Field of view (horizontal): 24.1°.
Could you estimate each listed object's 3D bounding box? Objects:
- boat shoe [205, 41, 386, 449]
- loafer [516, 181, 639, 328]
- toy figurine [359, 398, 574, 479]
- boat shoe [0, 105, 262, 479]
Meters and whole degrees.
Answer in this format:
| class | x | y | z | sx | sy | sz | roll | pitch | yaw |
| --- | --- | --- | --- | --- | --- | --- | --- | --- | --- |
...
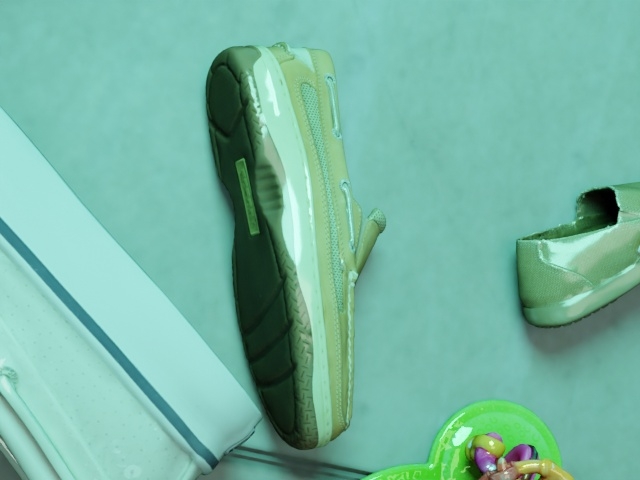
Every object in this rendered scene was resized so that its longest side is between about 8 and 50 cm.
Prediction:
| class | x | y | z | sx | sy | sz | roll | pitch | yaw |
| --- | --- | --- | --- | --- | --- | --- | --- | --- | --- |
| boat shoe | 0.000 | 0.000 | 0.701 | 0.072 | 0.068 | 0.190 | -8 | 91 | -29 |
| loafer | 0.160 | -0.009 | 0.753 | 0.148 | 0.056 | 0.050 | -31 | 104 | -16 |
| toy figurine | 0.080 | 0.148 | 0.665 | 0.130 | 0.159 | 0.173 | 37 | 76 | -8 |
| boat shoe | -0.195 | -0.003 | 0.612 | 0.156 | 0.136 | 0.367 | -44 | 111 | -11 |
